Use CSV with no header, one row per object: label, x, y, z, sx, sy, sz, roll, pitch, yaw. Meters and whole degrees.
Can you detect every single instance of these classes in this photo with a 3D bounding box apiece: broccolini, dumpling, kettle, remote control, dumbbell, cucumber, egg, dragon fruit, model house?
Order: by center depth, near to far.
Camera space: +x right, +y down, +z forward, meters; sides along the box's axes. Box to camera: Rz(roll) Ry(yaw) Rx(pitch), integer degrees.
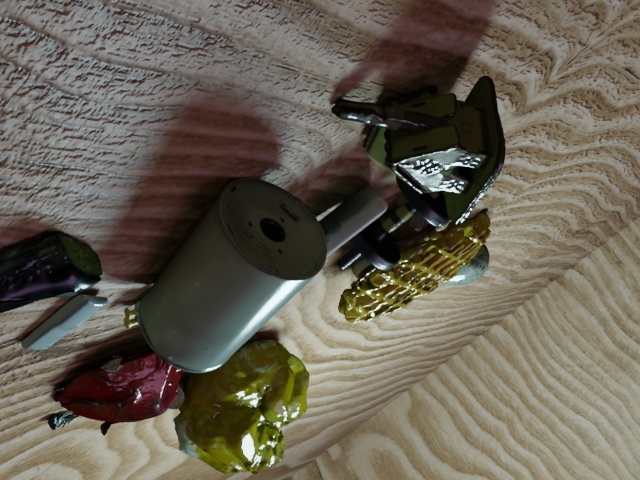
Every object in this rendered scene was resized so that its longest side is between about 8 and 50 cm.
cucumber,-0.413,0.053,1.255,0.193,0.085,0.115,-17,158,-19
model house,0.136,-0.167,1.444,0.279,0.204,0.218,7,146,-12
remote control,-0.440,0.142,1.479,0.162,0.029,0.061,-38,157,17
kettle,-0.156,0.047,1.483,0.205,0.265,0.318,21,132,-25
dumbbell,0.155,-0.045,1.726,0.325,0.143,0.143,-41,157,23
dragon fruit,-0.412,0.332,1.810,0.282,0.100,0.343,-10,154,-16
broccolini,-0.536,0.378,1.896,0.140,0.030,0.035,-20,121,-40
dumpling,-0.363,0.383,2.093,0.076,0.057,0.052,-33,160,2
remote control,0.138,0.070,2.109,0.078,0.042,0.221,-37,160,12
egg,0.358,0.054,2.253,0.172,0.132,0.132,-18,159,-1

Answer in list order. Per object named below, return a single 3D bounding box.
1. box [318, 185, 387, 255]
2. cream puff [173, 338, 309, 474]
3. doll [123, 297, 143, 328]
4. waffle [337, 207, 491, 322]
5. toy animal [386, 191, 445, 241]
box,0.000,0.000,1.641,0.285,0.044,0.142,-37,-162,2
cream puff,-0.179,0.436,2.169,0.378,0.275,0.378,-29,157,-14
doll,-0.298,0.126,1.605,0.143,0.057,0.098,-19,136,-33
waffle,0.216,0.069,1.986,0.380,0.095,0.382,-22,162,-24
toy animal,0.211,-0.050,1.887,0.188,0.089,0.179,-28,165,-9
